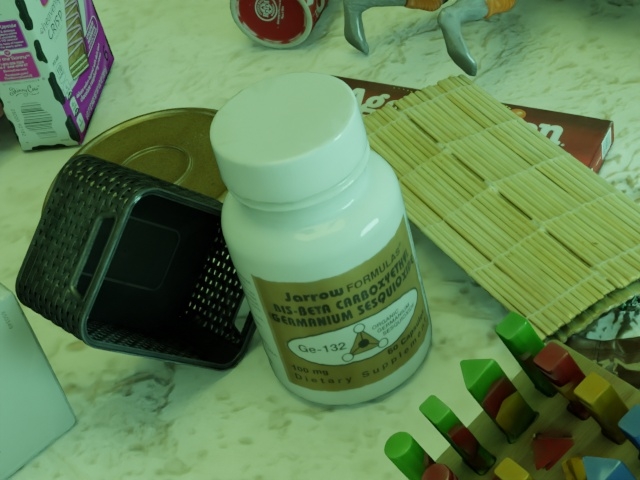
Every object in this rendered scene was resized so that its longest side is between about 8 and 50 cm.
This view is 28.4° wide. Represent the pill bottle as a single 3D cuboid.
[{"bbox_3d":[0.000,0.000,0.913,0.131,0.229,0.131,-10,41,8],"label":"pill bottle"}]

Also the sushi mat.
[{"bbox_3d":[0.143,-0.038,1.020,0.151,0.019,0.316,-27,42,-16],"label":"sushi mat"}]

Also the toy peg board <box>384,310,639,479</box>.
[{"bbox_3d":[0.129,0.134,0.783,0.161,0.079,0.161,-46,35,-7],"label":"toy peg board"}]

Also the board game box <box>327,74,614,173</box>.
[{"bbox_3d":[0.100,-0.078,1.113,0.281,0.027,0.145,12,45,26],"label":"board game box"}]

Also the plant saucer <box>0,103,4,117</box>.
[{"bbox_3d":[-0.477,-0.159,1.340,0.332,0.084,0.332,-15,39,12],"label":"plant saucer"}]

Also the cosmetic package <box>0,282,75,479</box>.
[{"bbox_3d":[-0.391,0.073,1.018,0.197,0.155,0.365,-38,44,-24],"label":"cosmetic package"}]

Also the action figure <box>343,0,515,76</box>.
[{"bbox_3d":[0.193,-0.308,1.190,0.330,0.178,0.341,-49,20,-11],"label":"action figure"}]

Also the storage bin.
[{"bbox_3d":[-0.124,0.020,0.955,0.084,0.180,0.122,25,94,38],"label":"storage bin"}]

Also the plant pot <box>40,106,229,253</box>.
[{"bbox_3d":[-0.153,-0.056,1.181,0.236,0.032,0.236,-9,40,8],"label":"plant pot"}]

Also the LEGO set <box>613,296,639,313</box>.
[{"bbox_3d":[0.221,0.043,0.958,0.083,0.023,0.054,-19,36,17],"label":"LEGO set"}]

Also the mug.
[{"bbox_3d":[-0.037,-0.305,1.345,0.113,0.150,0.169,-8,43,32],"label":"mug"}]

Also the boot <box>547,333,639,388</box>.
[{"bbox_3d":[0.215,0.102,0.880,0.114,0.037,0.106,0,45,11],"label":"boot"}]

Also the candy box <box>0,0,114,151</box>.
[{"bbox_3d":[-0.288,-0.229,1.267,0.071,0.233,0.159,-6,42,13],"label":"candy box"}]
